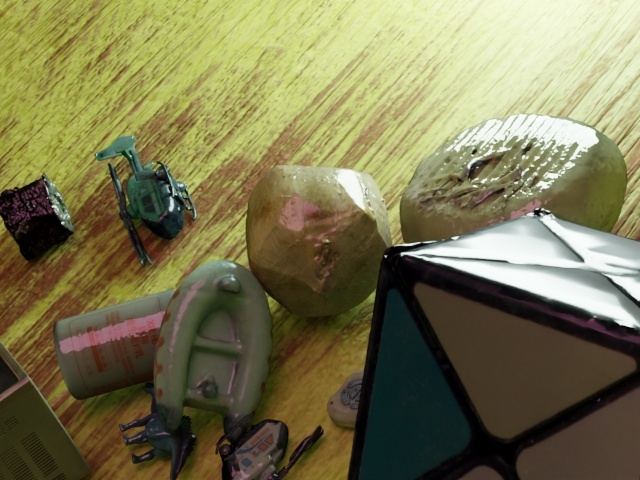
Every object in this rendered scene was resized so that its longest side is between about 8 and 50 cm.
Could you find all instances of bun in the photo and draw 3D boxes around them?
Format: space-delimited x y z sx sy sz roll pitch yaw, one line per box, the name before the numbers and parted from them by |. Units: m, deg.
bun | 0.220 -0.034 1.859 0.272 0.168 0.273 -17 32 11

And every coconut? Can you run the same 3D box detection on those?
coconut | -0.003 0.000 1.905 0.194 0.194 0.194 -11 45 11

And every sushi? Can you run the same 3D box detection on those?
sushi | -0.377 -0.030 2.150 0.084 0.098 0.094 -29 63 -1

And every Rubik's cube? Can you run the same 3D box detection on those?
Rubik's cube | 0.225 0.166 1.494 0.310 0.305 0.307 19 19 32

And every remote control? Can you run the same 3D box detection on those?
remote control | 0.068 0.189 1.796 0.122 0.032 0.074 21 59 36

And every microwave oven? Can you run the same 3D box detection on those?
microwave oven | -0.410 0.250 1.817 0.240 0.194 0.145 -36 41 -13

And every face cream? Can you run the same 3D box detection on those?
face cream | -0.184 0.110 1.920 0.251 0.101 0.101 -16 44 1

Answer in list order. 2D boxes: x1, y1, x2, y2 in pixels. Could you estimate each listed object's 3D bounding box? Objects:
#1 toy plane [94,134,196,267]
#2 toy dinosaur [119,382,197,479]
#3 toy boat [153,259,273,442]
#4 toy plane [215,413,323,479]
toy plane | -0.232 -0.066 2.144 0.096 0.060 0.235 -33 48 8
toy dinosaur | -0.184 0.225 1.852 0.080 0.045 0.197 -19 36 -11
toy boat | -0.118 0.122 1.836 0.134 0.079 0.208 13 74 -11
toy plane | -0.087 0.260 1.778 0.078 0.053 0.197 29 59 29
